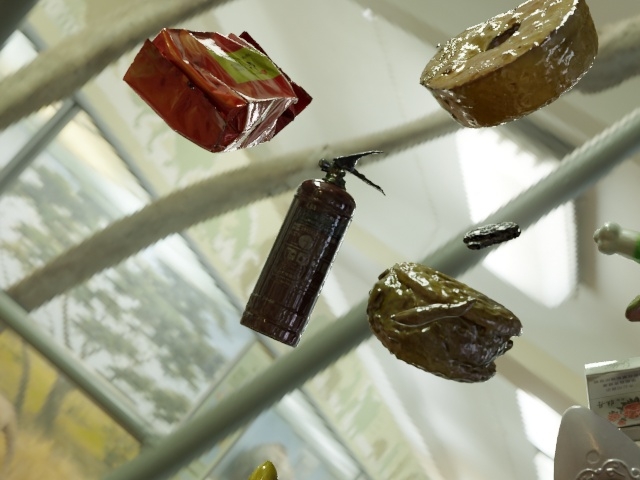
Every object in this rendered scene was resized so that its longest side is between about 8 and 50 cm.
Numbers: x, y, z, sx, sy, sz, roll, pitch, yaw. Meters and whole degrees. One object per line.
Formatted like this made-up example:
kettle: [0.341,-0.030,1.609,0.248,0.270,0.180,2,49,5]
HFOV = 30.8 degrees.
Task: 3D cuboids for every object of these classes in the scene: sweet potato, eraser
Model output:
sweet potato: [0.146,0.094,1.495,0.026,0.115,0.026,-10,90,-79]
eraser: [0.450,0.381,1.867,0.243,0.204,0.059,69,10,18]

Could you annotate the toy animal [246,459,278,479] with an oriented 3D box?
toy animal: [-0.136,0.391,1.540,0.156,0.230,0.156,13,-72,48]

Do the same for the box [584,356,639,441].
box: [0.510,0.276,1.967,0.029,0.109,0.198,-89,166,-48]

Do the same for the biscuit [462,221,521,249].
biscuit: [0.273,-0.008,1.843,0.089,0.087,0.027,-2,-73,52]

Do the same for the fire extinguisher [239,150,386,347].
fire extinguisher: [0.000,0.000,1.824,0.138,0.344,0.102,26,-5,-17]

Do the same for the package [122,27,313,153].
package: [-0.156,-0.247,1.886,0.196,0.123,0.423,43,18,4]

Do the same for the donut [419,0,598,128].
donut: [0.291,-0.271,1.739,0.108,0.277,0.278,55,-16,-22]

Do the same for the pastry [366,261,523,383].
pastry: [0.180,0.125,1.799,0.240,0.132,0.235,22,7,-32]

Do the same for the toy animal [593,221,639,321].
toy animal: [0.593,0.045,1.698,0.363,0.181,0.180,13,-35,0]
